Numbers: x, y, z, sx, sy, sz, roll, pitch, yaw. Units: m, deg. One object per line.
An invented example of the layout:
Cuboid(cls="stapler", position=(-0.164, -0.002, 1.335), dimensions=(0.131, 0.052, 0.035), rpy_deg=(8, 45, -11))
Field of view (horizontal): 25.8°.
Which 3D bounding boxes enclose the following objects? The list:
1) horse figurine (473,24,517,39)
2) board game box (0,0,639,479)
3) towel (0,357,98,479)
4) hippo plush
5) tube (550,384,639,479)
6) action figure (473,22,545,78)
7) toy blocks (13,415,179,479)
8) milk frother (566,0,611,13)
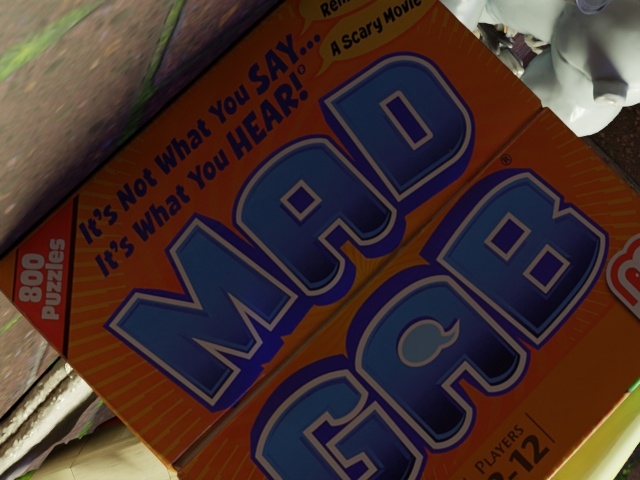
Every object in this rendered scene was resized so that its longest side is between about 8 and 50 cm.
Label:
Cuboid(cls="horse figurine", position=(0.237, -0.289, 2.012), dimensions=(0.263, 0.066, 0.174), rpy_deg=(-44, -177, 23))
Cuboid(cls="board game box", position=(0.015, 0.057, 1.095), dimensions=(0.356, 0.356, 0.356), rpy_deg=(-44, 176, -11))
Cuboid(cls="towel", position=(-0.300, 0.191, 1.555), dimensions=(0.282, 0.049, 0.187), rpy_deg=(-46, 177, 15))
Cuboid(cls="hippo plush", position=(0.246, -0.236, 1.320), dimensions=(0.234, 0.236, 0.294), rpy_deg=(-42, 176, -34))
Cuboid(cls="tube", position=(0.189, 0.167, 1.022), dimensions=(0.240, 0.062, 0.070), rpy_deg=(-50, -143, -3))
Cuboid(cls="action figure", position=(0.216, -0.248, 1.659), dimensions=(0.164, 0.141, 0.275), rpy_deg=(-25, 165, -44))
Cuboid(cls="toy blocks", position=(-0.158, 0.235, 1.600), dimensions=(0.381, 0.190, 0.261), rpy_deg=(-20, -174, 2))
Cuboid(cls="milk frother", position=(0.139, -0.226, 1.030), dimensions=(0.143, 0.135, 0.129), rpy_deg=(-46, 146, -20))
